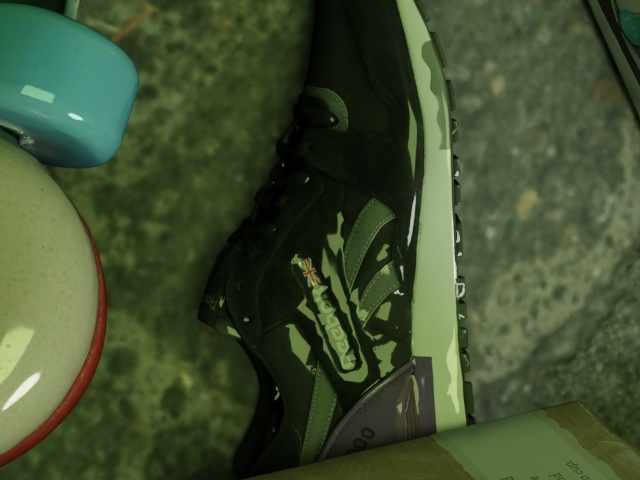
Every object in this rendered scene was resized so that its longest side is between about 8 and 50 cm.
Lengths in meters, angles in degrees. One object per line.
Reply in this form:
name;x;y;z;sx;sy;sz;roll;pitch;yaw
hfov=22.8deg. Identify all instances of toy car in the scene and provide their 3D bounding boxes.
toy car;-0.183;0.032;0.650;0.210;0.238;0.219;15;75;3

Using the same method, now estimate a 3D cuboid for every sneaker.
sneaker;0.000;0.000;0.774;0.124;0.107;0.283;-6;93;-10

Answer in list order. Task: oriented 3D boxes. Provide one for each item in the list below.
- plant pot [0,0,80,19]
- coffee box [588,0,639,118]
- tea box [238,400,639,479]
plant pot;-0.212;-0.212;0.637;0.293;0.293;0.196;23;58;-15
coffee box;0.322;-0.227;0.737;0.337;0.338;0.334;-28;98;-14
tea box;0.091;0.289;0.650;0.220;0.329;0.323;-12;112;-15
